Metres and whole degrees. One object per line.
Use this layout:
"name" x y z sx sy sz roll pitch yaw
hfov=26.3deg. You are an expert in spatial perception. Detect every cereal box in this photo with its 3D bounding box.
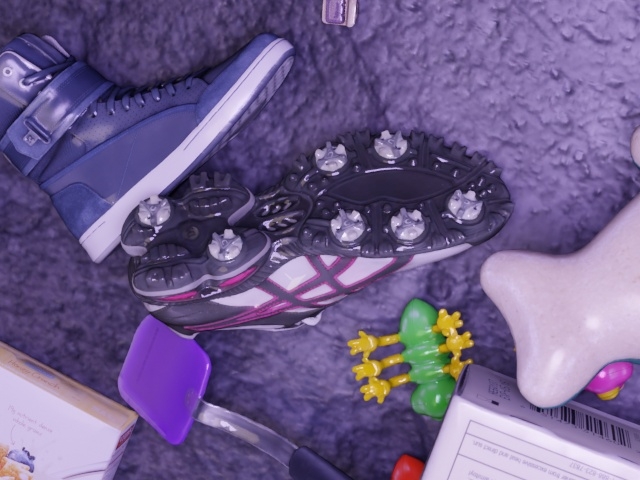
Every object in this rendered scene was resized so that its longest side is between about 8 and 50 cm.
"cereal box" -0.268 0.207 1.112 0.173 0.047 0.240 26 108 8

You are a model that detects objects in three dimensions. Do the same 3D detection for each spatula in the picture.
"spatula" -0.040 0.148 0.996 0.296 0.030 0.084 30 108 26

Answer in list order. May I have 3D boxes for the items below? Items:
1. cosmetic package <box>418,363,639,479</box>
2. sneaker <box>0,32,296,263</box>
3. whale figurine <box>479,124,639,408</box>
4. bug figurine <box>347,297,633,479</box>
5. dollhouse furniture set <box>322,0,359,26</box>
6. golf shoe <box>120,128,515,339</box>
"cosmetic package" 0.107 0.253 0.864 0.160 0.113 0.309 22 100 7
"sneaker" -0.140 -0.110 0.983 0.226 0.086 0.163 -40 91 22
"whale figurine" 0.240 0.026 0.848 0.272 0.141 0.216 -20 66 1
"bug figurine" 0.146 0.135 0.960 0.279 0.072 0.216 -13 92 24
"dollhouse furniture set" -0.034 -0.195 0.934 0.114 0.081 0.091 8 104 15
"golf shoe" 0.000 0.000 0.970 0.273 0.105 0.120 -10 144 3
